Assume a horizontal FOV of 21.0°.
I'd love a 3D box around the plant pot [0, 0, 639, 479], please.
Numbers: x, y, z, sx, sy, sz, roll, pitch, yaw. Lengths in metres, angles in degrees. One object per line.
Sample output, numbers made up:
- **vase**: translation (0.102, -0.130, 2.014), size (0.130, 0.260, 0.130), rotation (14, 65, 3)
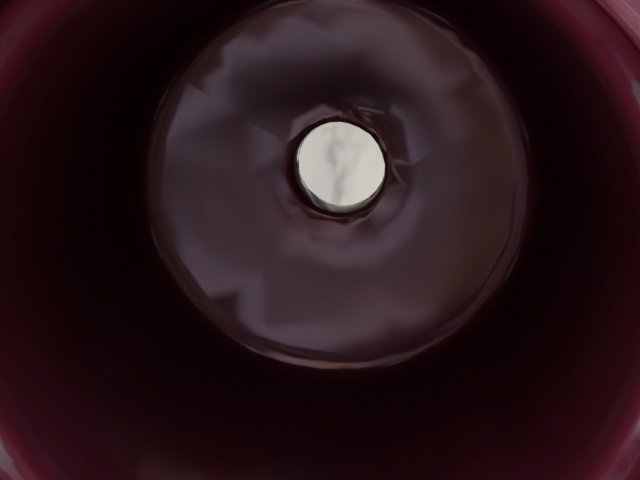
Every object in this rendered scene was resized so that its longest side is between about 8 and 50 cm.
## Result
- **plant pot**: translation (0.000, 0.000, 0.440), size (0.180, 0.201, 0.201), rotation (-70, 167, -77)
